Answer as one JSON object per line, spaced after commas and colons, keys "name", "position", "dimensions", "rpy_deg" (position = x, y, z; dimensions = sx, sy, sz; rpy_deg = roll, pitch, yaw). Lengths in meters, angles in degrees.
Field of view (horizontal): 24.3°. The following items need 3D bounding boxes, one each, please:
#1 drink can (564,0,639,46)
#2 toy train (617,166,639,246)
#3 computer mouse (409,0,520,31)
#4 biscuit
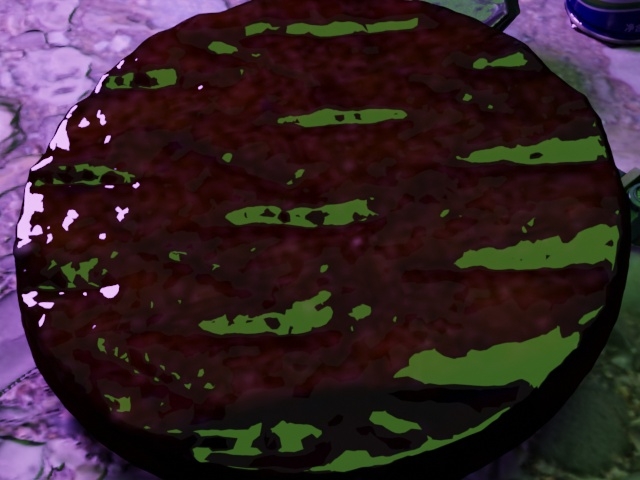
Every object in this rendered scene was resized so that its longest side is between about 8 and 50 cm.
{"name": "drink can", "position": [0.262, -0.273, 1.190], "dimensions": [0.097, 0.235, 0.097], "rpy_deg": [3, 48, -4]}
{"name": "toy train", "position": [0.197, -0.013, 1.076], "dimensions": [0.081, 0.050, 0.122], "rpy_deg": [31, 52, 32]}
{"name": "computer mouse", "position": [0.051, -0.163, 1.183], "dimensions": [0.231, 0.071, 0.126], "rpy_deg": [-25, 68, -10]}
{"name": "biscuit", "position": [0.000, 0.000, 0.997], "dimensions": [0.407, 0.091, 0.407], "rpy_deg": [-2, 55, 2]}
